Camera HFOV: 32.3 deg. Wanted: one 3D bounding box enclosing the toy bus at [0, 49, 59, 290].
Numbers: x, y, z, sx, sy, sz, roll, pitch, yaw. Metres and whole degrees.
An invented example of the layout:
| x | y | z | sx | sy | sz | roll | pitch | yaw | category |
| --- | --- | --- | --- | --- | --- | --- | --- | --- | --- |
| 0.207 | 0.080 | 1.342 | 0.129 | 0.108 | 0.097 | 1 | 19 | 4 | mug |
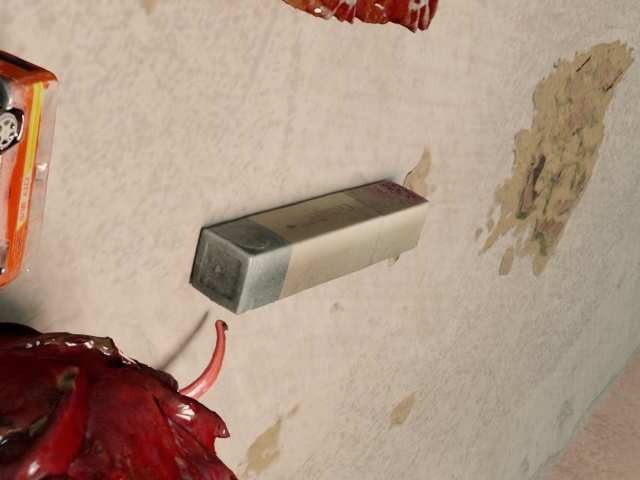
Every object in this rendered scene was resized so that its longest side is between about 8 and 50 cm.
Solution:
| x | y | z | sx | sy | sz | roll | pitch | yaw | category |
| --- | --- | --- | --- | --- | --- | --- | --- | --- | --- |
| -0.229 | -0.045 | 0.755 | 0.077 | 0.079 | 0.174 | -32 | 141 | -56 | toy bus |

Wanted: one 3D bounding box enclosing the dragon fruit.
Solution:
| x | y | z | sx | sy | sz | roll | pitch | yaw | category |
| --- | --- | --- | --- | --- | --- | --- | --- | --- | --- |
| -0.207 | 0.212 | 0.781 | 0.329 | 0.329 | 0.329 | -38 | 143 | -35 | dragon fruit |

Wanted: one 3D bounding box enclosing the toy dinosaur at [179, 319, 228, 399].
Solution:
| x | y | z | sx | sy | sz | roll | pitch | yaw | category |
| --- | --- | --- | --- | --- | --- | --- | --- | --- | --- |
| -0.187 | 0.200 | 1.059 | 0.286 | 0.070 | 0.139 | -40 | 155 | -37 | toy dinosaur |

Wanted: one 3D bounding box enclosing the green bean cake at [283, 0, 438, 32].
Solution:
| x | y | z | sx | sy | sz | roll | pitch | yaw | category |
| --- | --- | --- | --- | --- | --- | --- | --- | --- | --- |
| 0.024 | -0.262 | 0.935 | 0.233 | 0.097 | 0.198 | -27 | 137 | -46 | green bean cake |

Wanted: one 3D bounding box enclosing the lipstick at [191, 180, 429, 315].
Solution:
| x | y | z | sx | sy | sz | roll | pitch | yaw | category |
| --- | --- | --- | --- | --- | --- | --- | --- | --- | --- |
| 0.000 | 0.000 | 1.158 | 0.317 | 0.066 | 0.068 | -17 | 129 | -51 | lipstick |
